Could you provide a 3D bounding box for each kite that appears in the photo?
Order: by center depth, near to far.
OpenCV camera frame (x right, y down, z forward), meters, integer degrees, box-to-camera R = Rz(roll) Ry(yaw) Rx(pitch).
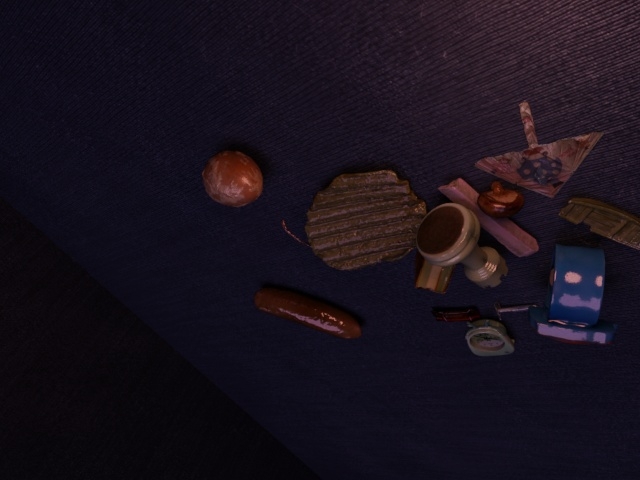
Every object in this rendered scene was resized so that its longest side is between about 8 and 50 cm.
[{"bbox_3d":[0.574,-0.230,1.343,0.336,0.011,0.314,-10,127,35],"label":"kite"}]

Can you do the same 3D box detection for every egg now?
[{"bbox_3d":[-0.296,-0.208,1.710,0.234,0.195,0.194,15,140,33],"label":"egg"}]

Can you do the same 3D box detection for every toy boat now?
[{"bbox_3d":[0.805,-0.043,1.378,0.293,0.055,0.093,25,139,4],"label":"toy boat"}]

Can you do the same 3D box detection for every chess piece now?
[{"bbox_3d":[0.447,0.036,1.530,0.195,0.194,0.299,-19,139,41],"label":"chess piece"}]

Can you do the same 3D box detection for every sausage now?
[{"bbox_3d":[-0.057,0.313,2.179,0.502,0.123,0.136,17,141,12],"label":"sausage"}]

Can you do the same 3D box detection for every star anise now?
[{"bbox_3d":[0.000,0.000,1.777,0.228,0.218,0.148,-7,149,-25],"label":"star anise"}]

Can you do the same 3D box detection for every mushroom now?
[{"bbox_3d":[0.508,-0.111,1.416,0.127,0.127,0.087,6,123,24],"label":"mushroom"}]

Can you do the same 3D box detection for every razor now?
[{"bbox_3d":[0.688,0.239,1.763,0.135,0.040,0.068,-12,127,29],"label":"razor"}]

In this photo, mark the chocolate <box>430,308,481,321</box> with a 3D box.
[{"bbox_3d":[0.514,0.283,1.906,0.183,0.028,0.086,-11,136,33],"label":"chocolate"}]

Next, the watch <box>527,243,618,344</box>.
[{"bbox_3d":[0.756,0.142,1.493,0.242,0.305,0.274,5,105,20],"label":"watch"}]

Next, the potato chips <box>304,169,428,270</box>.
[{"bbox_3d":[0.138,-0.065,1.659,0.430,0.070,0.358,-12,119,22],"label":"potato chips"}]

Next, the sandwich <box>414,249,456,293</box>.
[{"bbox_3d":[0.392,0.059,1.632,0.117,0.144,0.187,11,141,-8],"label":"sandwich"}]

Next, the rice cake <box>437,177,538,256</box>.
[{"bbox_3d":[0.508,-0.069,1.511,0.365,0.056,0.073,37,155,-10],"label":"rice cake"}]

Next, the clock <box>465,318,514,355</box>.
[{"bbox_3d":[0.624,0.354,1.877,0.160,0.065,0.210,-12,131,31],"label":"clock"}]
